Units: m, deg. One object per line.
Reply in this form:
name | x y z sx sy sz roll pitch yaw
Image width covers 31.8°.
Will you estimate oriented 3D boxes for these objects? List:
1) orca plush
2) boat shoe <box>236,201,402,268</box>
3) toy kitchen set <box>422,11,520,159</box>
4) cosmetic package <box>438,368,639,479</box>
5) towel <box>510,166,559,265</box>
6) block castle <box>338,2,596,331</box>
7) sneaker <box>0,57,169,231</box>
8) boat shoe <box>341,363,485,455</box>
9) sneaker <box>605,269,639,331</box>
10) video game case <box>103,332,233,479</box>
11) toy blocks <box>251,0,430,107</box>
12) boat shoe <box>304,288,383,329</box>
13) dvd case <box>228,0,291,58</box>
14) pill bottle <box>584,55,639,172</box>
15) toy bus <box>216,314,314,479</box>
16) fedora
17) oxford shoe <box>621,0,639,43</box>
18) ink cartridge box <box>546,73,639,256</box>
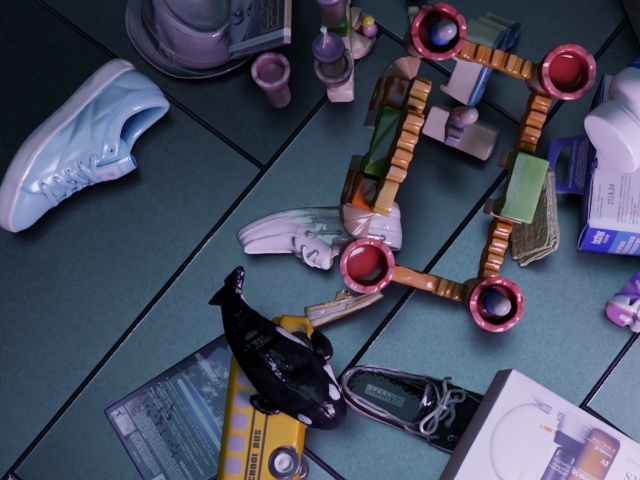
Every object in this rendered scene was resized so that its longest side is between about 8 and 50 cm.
orca plush | -0.066 0.160 1.687 0.151 0.102 0.287 -27 72 -1
boat shoe | 0.000 0.000 1.869 0.277 0.098 0.096 -9 73 2
toy kitchen set | 0.287 -0.270 1.939 0.122 0.166 0.207 27 115 13
cosmetic package | 0.369 0.408 1.679 0.377 0.097 0.284 30 81 -1
towel | 0.351 -0.040 1.849 0.027 0.110 0.148 7 71 -28
block castle | 0.214 -0.113 1.737 0.303 0.213 0.453 17 92 -7
sneaker | -0.403 -0.145 1.930 0.150 0.135 0.366 34 81 17
boat shoe | 0.179 0.263 1.772 0.306 0.105 0.113 22 77 11
sneaker | 0.580 0.118 1.786 0.236 0.095 0.104 27 71 13
video game case | -0.190 0.286 1.843 0.274 0.026 0.196 -32 74 -5
toy blocks | 0.038 -0.399 1.896 0.309 0.260 0.288 -1 73 5
boat shoe | 0.036 0.104 1.860 0.135 0.050 0.045 -21 79 -1
dvd case | -0.100 -0.422 1.865 0.018 0.164 0.221 4 86 -37
pill bottle | 0.537 -0.227 1.704 0.272 0.152 0.152 -38 74 -6
toy bus | -0.082 0.285 1.765 0.130 0.108 0.332 4 75 8
fedora | -0.231 -0.421 1.998 0.244 0.124 0.275 -40 75 -7
oxford shoe | 0.569 -0.490 1.923 0.130 0.169 0.449 -19 80 3
ink cartridge box | 0.568 -0.110 1.818 0.396 0.151 0.270 8 74 7
